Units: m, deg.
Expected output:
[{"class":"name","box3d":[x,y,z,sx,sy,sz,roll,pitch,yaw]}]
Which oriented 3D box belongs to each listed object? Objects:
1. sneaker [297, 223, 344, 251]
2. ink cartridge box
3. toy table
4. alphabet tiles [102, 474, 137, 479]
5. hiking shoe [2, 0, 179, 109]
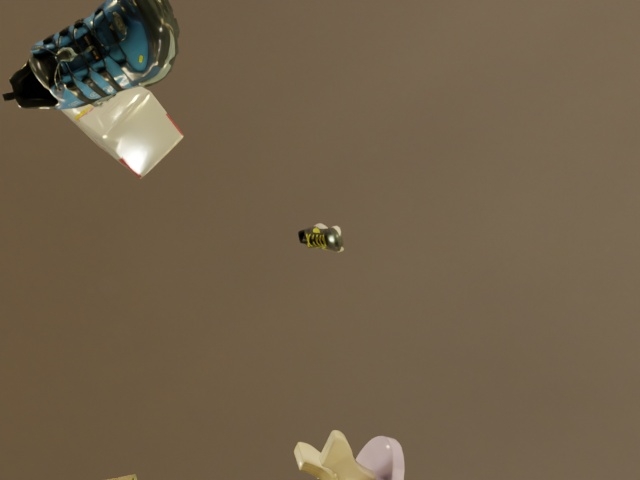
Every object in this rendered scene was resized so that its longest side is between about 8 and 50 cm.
[{"class":"sneaker","box3d":[0.000,0.000,0.635,0.083,0.035,0.031,-167,-116,-66]},{"class":"ink cartridge box","box3d":[-0.391,-0.235,1.063,0.176,0.127,0.128,33,-14,34]},{"class":"toy table","box3d":[0.044,0.522,1.110,0.160,0.252,0.274,20,-90,-20]},{"class":"alphabet tiles","box3d":[-0.453,0.665,1.165,0.011,0.342,0.285,-32,-116,16]},{"class":"hiking shoe","box3d":[-0.296,-0.229,0.699,0.304,0.132,0.113,-13,-72,45]}]
